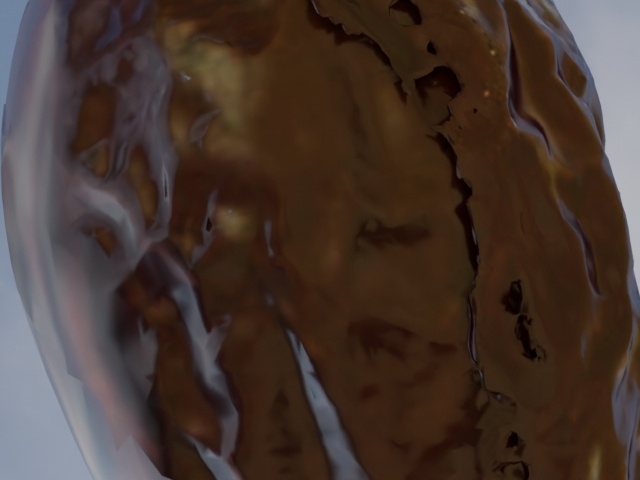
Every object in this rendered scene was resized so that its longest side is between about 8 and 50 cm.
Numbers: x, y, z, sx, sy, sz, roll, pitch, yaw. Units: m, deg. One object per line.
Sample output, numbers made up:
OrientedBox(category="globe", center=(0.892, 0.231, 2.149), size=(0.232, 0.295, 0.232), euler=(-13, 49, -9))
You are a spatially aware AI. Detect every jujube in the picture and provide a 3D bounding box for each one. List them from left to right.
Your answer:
OrientedBox(category="jujube", center=(0.000, 0.000, 0.559), size=(0.183, 0.183, 0.243), euler=(-2, -103, -37))
